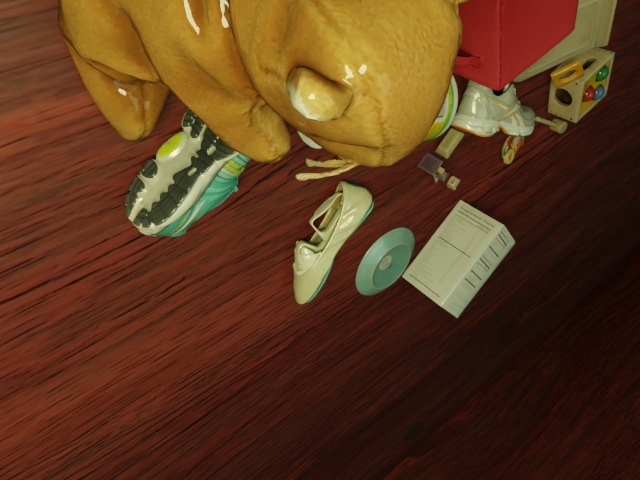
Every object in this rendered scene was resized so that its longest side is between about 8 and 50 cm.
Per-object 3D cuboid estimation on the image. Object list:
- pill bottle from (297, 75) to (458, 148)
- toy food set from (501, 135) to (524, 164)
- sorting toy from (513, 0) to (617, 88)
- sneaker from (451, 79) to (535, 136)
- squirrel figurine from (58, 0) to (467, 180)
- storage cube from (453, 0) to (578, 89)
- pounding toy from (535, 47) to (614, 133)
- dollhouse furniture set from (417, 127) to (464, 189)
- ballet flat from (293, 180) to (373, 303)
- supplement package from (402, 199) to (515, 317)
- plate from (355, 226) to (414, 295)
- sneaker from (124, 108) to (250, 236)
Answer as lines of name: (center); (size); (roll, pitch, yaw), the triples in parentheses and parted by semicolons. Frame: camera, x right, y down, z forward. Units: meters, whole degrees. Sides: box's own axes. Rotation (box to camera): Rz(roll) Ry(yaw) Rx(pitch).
pill bottle: (0.084, -0.207, 0.759); (0.245, 0.136, 0.137); (-17, 132, -36)
toy food set: (0.484, -0.238, 1.246); (0.083, 0.020, 0.083); (-45, 143, -7)
sorting toy: (0.468, -0.411, 0.987); (0.195, 0.047, 0.347); (-18, 158, 18)
sneaker: (0.386, -0.287, 1.044); (0.262, 0.099, 0.121); (-13, 125, -41)
squirrel figurine: (-0.064, -0.226, 0.393); (0.281, 0.370, 0.397); (-37, 141, -17)
storage cube: (0.261, -0.384, 0.755); (0.215, 0.183, 0.193); (-40, 141, -13)
pounding toy: (0.637, -0.346, 1.252); (0.181, 0.094, 0.206); (-41, 142, -13)
dollhouse furniture set: (0.280, -0.169, 1.054); (0.114, 0.091, 0.081); (-55, 158, 2)
ballet flat: (0.000, 0.000, 0.911); (0.086, 0.086, 0.249); (24, 101, -52)
supplement package: (0.349, 0.048, 1.251); (0.244, 0.139, 0.134); (-53, 142, 4)
plate: (0.158, 0.056, 1.156); (0.188, 0.024, 0.188); (-27, 138, -27)
sneaker: (-0.141, -0.113, 0.663); (0.275, 0.107, 0.110); (-44, 162, -1)
